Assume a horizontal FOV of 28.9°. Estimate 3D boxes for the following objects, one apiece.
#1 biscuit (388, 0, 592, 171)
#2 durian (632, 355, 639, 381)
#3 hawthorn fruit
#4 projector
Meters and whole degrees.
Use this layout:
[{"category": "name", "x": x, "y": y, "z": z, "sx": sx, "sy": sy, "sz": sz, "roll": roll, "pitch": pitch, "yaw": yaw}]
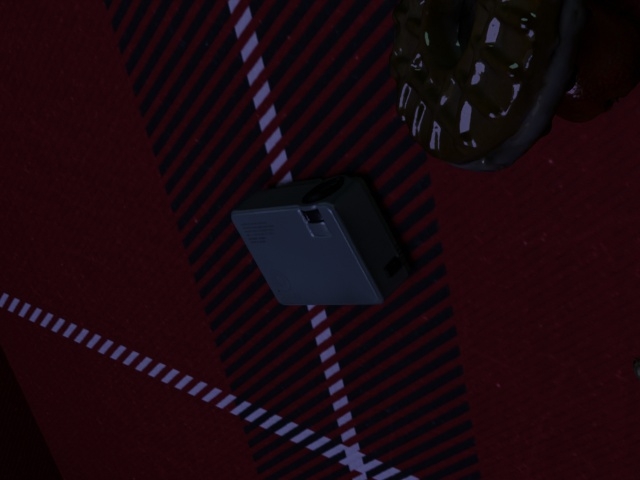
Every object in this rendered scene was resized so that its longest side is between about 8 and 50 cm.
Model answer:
[{"category": "biscuit", "x": 0.176, "y": -0.236, "z": 1.356, "sx": 0.332, "sy": 0.103, "sz": 0.331, "roll": -177, "pitch": 90, "yaw": -67}, {"category": "durian", "x": 0.488, "y": 0.179, "z": 1.587, "sx": 0.148, "sy": 0.091, "sz": 0.188, "roll": 50, "pitch": 168, "yaw": -6}, {"category": "hawthorn fruit", "x": 0.288, "y": -0.204, "z": 1.387, "sx": 0.138, "sy": 0.133, "sz": 0.133, "roll": 51, "pitch": 146, "yaw": 1}, {"category": "projector", "x": 0.000, "y": 0.000, "z": 1.940, "sx": 0.257, "sy": 0.099, "sz": 0.192, "roll": -4, "pitch": 122, "yaw": 50}]
